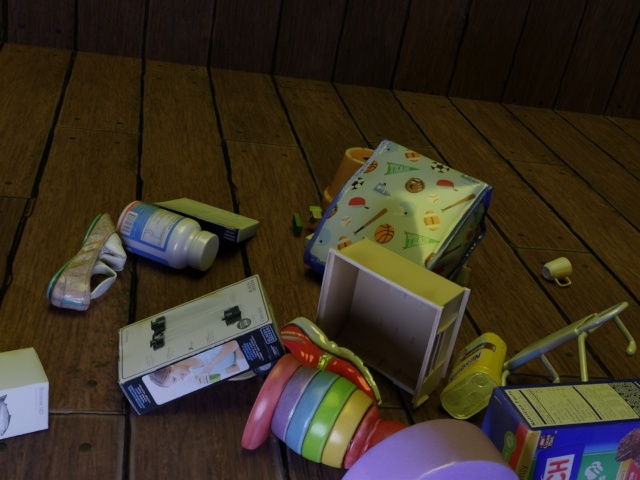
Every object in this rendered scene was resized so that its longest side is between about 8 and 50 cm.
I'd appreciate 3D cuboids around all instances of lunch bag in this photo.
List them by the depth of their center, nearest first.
[{"bbox_3d":[0.189,-0.010,1.974,0.328,0.239,0.385,25,58,25],"label":"lunch bag"}]

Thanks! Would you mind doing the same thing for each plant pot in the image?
[{"bbox_3d":[0.115,-0.155,2.282,0.205,0.188,0.205,9,28,-5],"label":"plant pot"}]

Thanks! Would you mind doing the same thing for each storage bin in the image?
[{"bbox_3d":[0.132,0.164,1.606,0.262,0.260,0.123,27,33,28],"label":"storage bin"}]

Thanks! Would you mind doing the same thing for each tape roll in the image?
[{"bbox_3d":[0.154,0.393,1.163,0.275,0.274,0.090,-1,29,-23],"label":"tape roll"}]

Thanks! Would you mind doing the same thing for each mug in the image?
[{"bbox_3d":[0.645,0.084,2.176,0.064,0.062,0.078,-11,28,-23],"label":"mug"}]

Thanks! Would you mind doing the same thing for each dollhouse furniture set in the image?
[{"bbox_3d":[0.003,-0.046,2.167,0.152,0.076,0.058,1,42,-16],"label":"dollhouse furniture set"}]

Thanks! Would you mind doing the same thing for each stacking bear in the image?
[{"bbox_3d":[0.037,0.327,1.386,0.289,0.164,0.175,24,30,14],"label":"stacking bear"}]

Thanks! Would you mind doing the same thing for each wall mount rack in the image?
[{"bbox_3d":[0.469,0.261,1.578,0.304,0.350,0.130,-20,75,-48],"label":"wall mount rack"}]

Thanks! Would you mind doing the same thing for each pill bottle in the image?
[{"bbox_3d":[-0.358,-0.005,1.884,0.221,0.124,0.124,20,29,14],"label":"pill bottle"}]

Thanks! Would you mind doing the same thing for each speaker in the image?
[{"bbox_3d":[-0.128,0.203,1.591,0.055,0.055,0.136,0,35,-22],"label":"speaker"}]

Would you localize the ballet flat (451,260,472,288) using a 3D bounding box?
[{"bbox_3d":[0.362,0.046,2.121,0.080,0.073,0.232,7,27,-9],"label":"ballet flat"}]

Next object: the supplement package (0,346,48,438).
[{"bbox_3d":[-0.554,0.261,1.324,0.179,0.105,0.105,-8,32,-31],"label":"supplement package"}]

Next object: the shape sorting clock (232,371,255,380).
[{"bbox_3d":[-0.202,0.211,1.623,0.206,0.040,0.206,19,28,-11],"label":"shape sorting clock"}]

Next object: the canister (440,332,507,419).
[{"bbox_3d":[0.316,0.271,1.625,0.073,0.126,0.170,44,28,-2],"label":"canister"}]

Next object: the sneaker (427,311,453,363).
[{"bbox_3d":[0.231,0.192,1.684,0.066,0.188,0.071,-34,41,-31],"label":"sneaker"}]

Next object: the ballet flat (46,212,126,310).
[{"bbox_3d":[-0.492,0.052,1.763,0.106,0.107,0.316,18,36,-2],"label":"ballet flat"}]

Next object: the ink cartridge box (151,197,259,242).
[{"bbox_3d":[-0.289,-0.051,2.015,0.223,0.045,0.224,18,9,10],"label":"ink cartridge box"}]

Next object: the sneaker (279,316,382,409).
[{"bbox_3d":[0.003,0.265,1.571,0.118,0.107,0.279,-34,47,-29],"label":"sneaker"}]

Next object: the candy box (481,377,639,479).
[{"bbox_3d":[0.412,0.372,1.312,0.317,0.268,0.122,1,26,-19],"label":"candy box"}]

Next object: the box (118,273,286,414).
[{"bbox_3d":[-0.223,0.188,1.477,0.290,0.087,0.169,-22,32,-2],"label":"box"}]

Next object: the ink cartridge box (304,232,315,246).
[{"bbox_3d":[0.000,0.000,2.116,0.048,0.028,0.083,26,31,25],"label":"ink cartridge box"}]
